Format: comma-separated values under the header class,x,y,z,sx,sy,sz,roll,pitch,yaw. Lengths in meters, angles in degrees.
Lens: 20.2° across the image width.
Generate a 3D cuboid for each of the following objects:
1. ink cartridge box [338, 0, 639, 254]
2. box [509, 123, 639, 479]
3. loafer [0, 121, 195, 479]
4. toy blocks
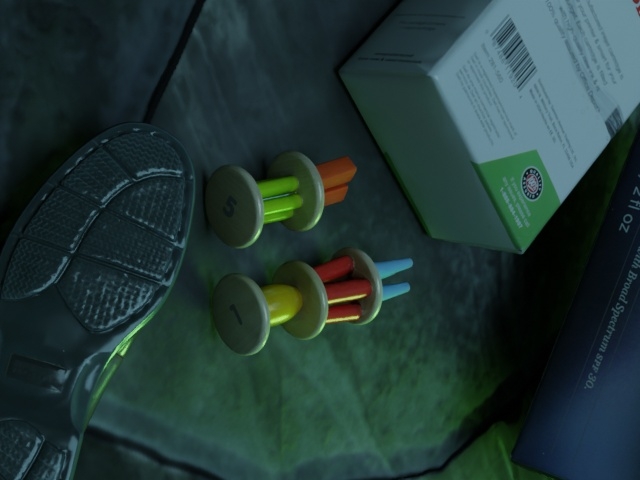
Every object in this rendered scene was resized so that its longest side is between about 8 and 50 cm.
class,x,y,z,sx,sy,sz,roll,pitch,yaw
ink cartridge box,0.137,-0.125,1.239,0.219,0.092,0.160,-49,127,-27
box,0.337,0.081,1.278,0.296,0.294,0.183,-69,156,-4
loafer,-0.154,0.057,1.020,0.096,0.084,0.268,26,73,-11
toy blocks,0.000,0.000,1.157,0.148,0.054,0.123,-13,106,-41
